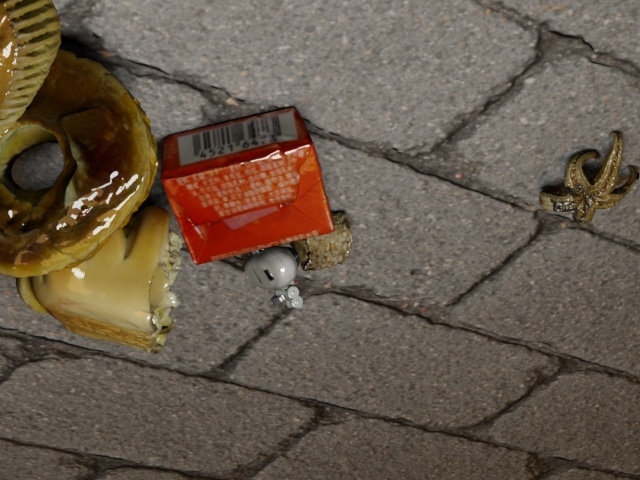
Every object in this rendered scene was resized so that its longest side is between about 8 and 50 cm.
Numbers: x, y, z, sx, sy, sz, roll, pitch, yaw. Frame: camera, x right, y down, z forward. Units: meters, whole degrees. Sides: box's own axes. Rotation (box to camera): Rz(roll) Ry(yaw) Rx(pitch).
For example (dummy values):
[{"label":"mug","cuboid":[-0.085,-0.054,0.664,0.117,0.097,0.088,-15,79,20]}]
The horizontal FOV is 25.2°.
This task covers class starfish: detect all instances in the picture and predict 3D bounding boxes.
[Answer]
[{"label":"starfish","cuboid":[0.463,-0.098,2.394,0.146,0.074,0.190,16,134,-24]}]

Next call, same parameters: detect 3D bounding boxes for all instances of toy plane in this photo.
[{"label":"toy plane","cuboid":[-0.080,0.041,2.363,0.080,0.174,0.174,-33,146,-14]}]

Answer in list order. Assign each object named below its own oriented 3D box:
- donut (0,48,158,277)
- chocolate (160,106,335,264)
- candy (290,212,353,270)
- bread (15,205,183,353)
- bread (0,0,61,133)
[{"label":"donut","cuboid":[-0.386,-0.103,1.985,0.330,0.330,0.160,-17,172,7]},{"label":"chocolate","cuboid":[-0.114,-0.085,2.215,0.238,0.108,0.234,-15,143,2]},{"label":"candy","cuboid":[0.000,0.000,2.380,0.110,0.085,0.095,-11,137,-19]},{"label":"bread","cuboid":[-0.336,0.034,2.210,0.270,0.211,0.315,16,161,1]},{"label":"bread","cuboid":[-0.460,-0.247,1.812,0.227,0.142,0.253,38,124,-1]}]
